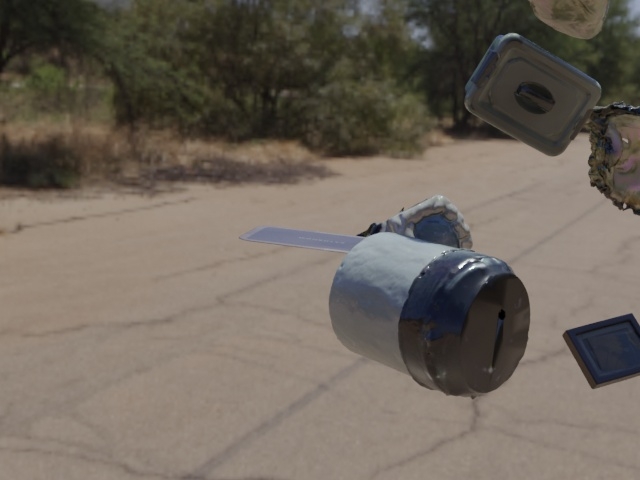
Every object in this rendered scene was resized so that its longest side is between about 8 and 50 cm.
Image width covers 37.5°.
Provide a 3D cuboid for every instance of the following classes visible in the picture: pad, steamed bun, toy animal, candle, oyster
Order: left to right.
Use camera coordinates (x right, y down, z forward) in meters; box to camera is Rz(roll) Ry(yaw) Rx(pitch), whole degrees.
[{"bbox_3d":[0.000,0.000,1.673,0.266,0.002,0.176,7,11,10],"label":"pad"},{"bbox_3d":[0.145,0.103,1.473,0.221,0.221,0.343,-4,14,-40],"label":"candle"},{"bbox_3d":[0.182,0.011,1.845,0.204,0.156,0.208,-29,-1,-22],"label":"toy animal"},{"bbox_3d":[0.460,-0.543,1.773,0.207,0.268,0.280,12,-13,10],"label":"steamed bun"},{"bbox_3d":[0.636,-0.177,1.941,0.260,0.198,0.092,36,11,-30],"label":"oyster"}]

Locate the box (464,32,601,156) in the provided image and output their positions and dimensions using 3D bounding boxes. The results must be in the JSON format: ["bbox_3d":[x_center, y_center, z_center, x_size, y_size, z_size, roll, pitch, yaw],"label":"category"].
[{"bbox_3d":[0.383,-0.274,1.744,0.227,0.162,0.130,26,18,-15],"label":"box"}]

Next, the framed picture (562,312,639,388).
[{"bbox_3d":[0.588,0.220,1.897,0.169,0.023,0.128,-11,59,-21],"label":"framed picture"}]
